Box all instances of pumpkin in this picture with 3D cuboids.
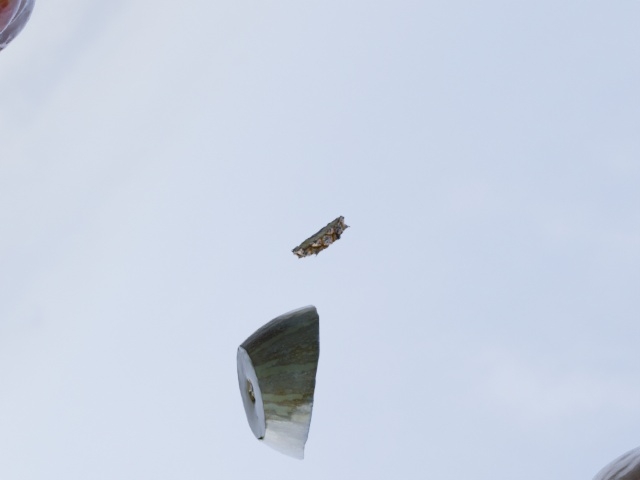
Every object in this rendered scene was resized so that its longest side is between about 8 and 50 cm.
[{"bbox_3d":[-0.063,0.194,1.955,0.217,0.110,0.217,-177,-90,-75],"label":"pumpkin"}]

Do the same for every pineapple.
[{"bbox_3d":[0.000,0.000,1.810,0.083,0.019,0.045,-33,-166,4],"label":"pineapple"}]

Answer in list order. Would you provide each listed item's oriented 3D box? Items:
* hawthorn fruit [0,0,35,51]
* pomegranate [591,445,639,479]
[{"bbox_3d":[-0.370,-0.249,1.195,0.210,0.262,0.210,-42,-179,1],"label":"hawthorn fruit"},{"bbox_3d":[0.382,0.293,1.294,0.338,0.338,0.338,-40,-152,27],"label":"pomegranate"}]
